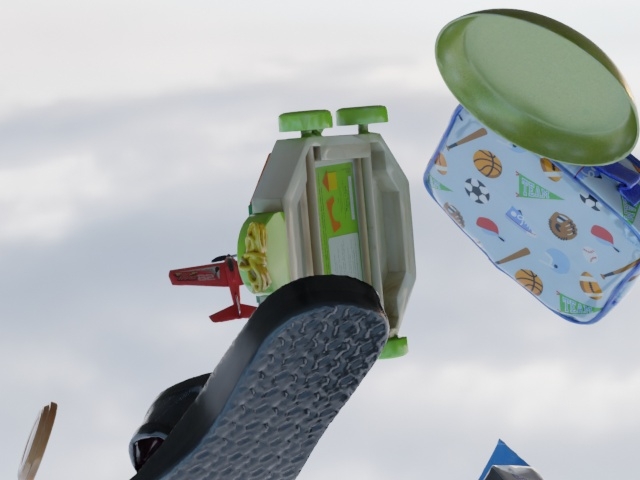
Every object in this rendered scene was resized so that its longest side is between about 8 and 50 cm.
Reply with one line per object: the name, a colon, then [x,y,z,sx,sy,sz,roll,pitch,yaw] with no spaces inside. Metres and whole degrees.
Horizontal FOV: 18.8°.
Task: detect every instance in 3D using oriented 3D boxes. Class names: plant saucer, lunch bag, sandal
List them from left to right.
plant saucer: [-0.255,0.183,1.737,0.013,0.083,0.083,19,-165,-10]
sandal: [-0.086,0.176,1.888,0.168,0.445,0.107,15,-142,-35]
plant saucer: [0.236,-0.170,2.061,0.241,0.241,0.037,11,-122,39]
lunch bag: [0.275,-0.053,2.260,0.303,0.243,0.115,40,-124,10]

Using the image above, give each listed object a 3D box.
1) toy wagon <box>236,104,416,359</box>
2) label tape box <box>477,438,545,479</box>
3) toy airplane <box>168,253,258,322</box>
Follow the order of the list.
toy wagon: [0.000,0.000,1.964,0.068,0.267,0.344,-4,-177,31]
label tape box: [0.208,0.414,2.329,0.115,0.249,0.347,21,-166,-34]
toy airplane: [-0.098,0.054,2.259,0.151,0.028,0.151,-2,-151,1]
